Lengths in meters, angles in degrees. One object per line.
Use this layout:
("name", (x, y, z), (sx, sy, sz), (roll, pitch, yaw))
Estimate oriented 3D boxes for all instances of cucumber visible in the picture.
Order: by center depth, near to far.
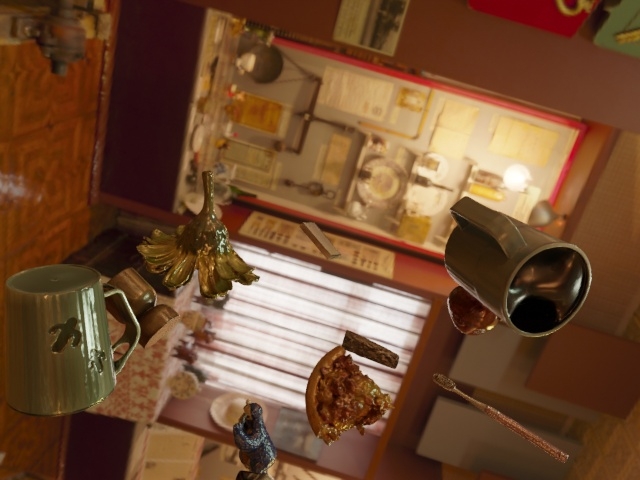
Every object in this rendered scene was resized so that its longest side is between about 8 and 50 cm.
("cucumber", (0.182, 0.384, 2.115), (0.078, 0.212, 0.062), (-59, 167, -63))

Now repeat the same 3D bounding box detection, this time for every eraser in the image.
("eraser", (0.000, 0.000, 1.966), (0.023, 0.150, 0.104), (-44, 167, 16))

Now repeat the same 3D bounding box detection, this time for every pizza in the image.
("pizza", (0.077, 0.387, 1.498), (0.289, 0.229, 0.081), (-69, 172, -53))

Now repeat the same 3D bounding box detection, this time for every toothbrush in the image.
("toothbrush", (0.420, 0.413, 1.389), (0.024, 0.354, 0.029), (-55, 171, -24))

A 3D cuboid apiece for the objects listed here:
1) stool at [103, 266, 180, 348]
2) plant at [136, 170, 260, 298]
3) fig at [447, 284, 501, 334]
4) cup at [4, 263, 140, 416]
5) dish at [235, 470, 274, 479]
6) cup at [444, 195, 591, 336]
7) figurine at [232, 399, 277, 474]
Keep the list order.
("stool", (-0.684, 0.252, 2.224), (0.179, 0.264, 0.179), (-45, 176, -4))
("plant", (-0.286, 0.001, 1.474), (0.261, 0.306, 0.296), (69, 30, -76))
("fig", (0.551, 0.235, 2.076), (0.205, 0.205, 0.205), (17, 90, -88))
("cup", (-0.776, 0.284, 1.816), (0.401, 0.311, 0.391), (-57, 152, -71))
("dish", (-0.207, 0.674, 1.637), (0.141, 0.078, 0.141), (-35, 173, -5))
("cup", (0.483, 0.063, 1.582), (0.256, 0.332, 0.311), (-66, -154, 12))
("figurine", (-0.196, 0.624, 1.821), (0.164, 0.121, 0.262), (-73, 159, -79))
